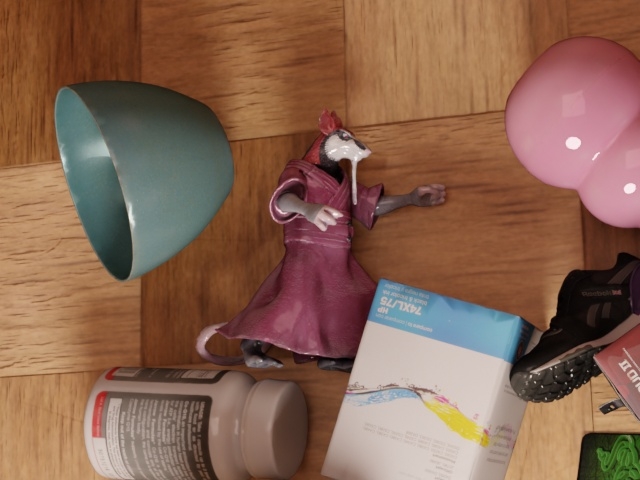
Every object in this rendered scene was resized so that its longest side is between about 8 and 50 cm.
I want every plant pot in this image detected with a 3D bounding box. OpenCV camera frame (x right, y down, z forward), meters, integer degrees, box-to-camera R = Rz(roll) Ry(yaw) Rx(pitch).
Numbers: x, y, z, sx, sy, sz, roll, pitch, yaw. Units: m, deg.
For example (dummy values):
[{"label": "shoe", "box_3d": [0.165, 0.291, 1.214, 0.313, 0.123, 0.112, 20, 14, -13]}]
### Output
[{"label": "plant pot", "box_3d": [-0.240, -0.108, 2.091, 0.195, 0.290, 0.290, -19, 70, -22]}]

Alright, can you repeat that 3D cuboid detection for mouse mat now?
[{"label": "mouse mat", "box_3d": [0.400, 0.318, 1.846, 0.152, 0.007, 0.190, -2, 40, 19]}]

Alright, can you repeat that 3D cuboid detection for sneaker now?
[{"label": "sneaker", "box_3d": [0.333, 0.108, 1.874, 0.283, 0.107, 0.124, -24, 60, -30]}]

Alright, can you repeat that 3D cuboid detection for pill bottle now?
[{"label": "pill bottle", "box_3d": [-0.172, 0.261, 2.029, 0.283, 0.161, 0.161, 0, 80, 21]}]

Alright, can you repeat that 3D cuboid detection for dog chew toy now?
[{"label": "dog chew toy", "box_3d": [0.401, -0.113, 1.893, 0.332, 0.206, 0.206, 43, 95, 13]}]

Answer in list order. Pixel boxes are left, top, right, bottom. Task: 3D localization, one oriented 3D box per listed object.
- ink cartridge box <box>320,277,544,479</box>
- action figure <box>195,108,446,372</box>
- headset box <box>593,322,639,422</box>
[{"label": "ink cartridge box", "box_3d": [0.154, 0.214, 1.909, 0.197, 0.198, 0.270, 15, 84, 21]}, {"label": "action figure", "box_3d": [0.000, 0.000, 2.039, 0.275, 0.248, 0.370, -7, 77, 45]}, {"label": "headset box", "box_3d": [0.472, 0.134, 1.798, 0.293, 0.218, 0.110, -37, 70, 7]}]
